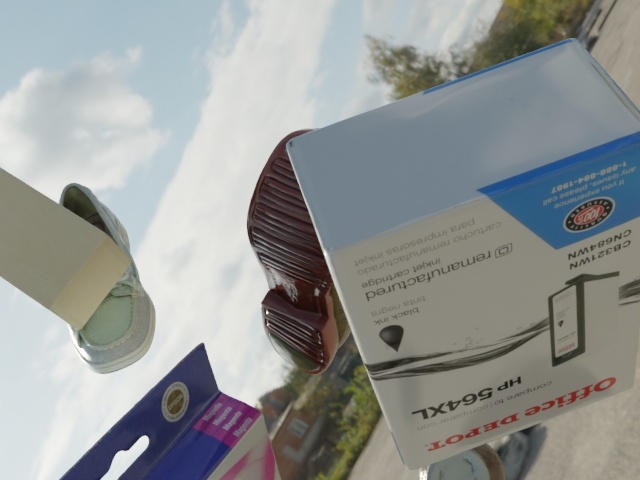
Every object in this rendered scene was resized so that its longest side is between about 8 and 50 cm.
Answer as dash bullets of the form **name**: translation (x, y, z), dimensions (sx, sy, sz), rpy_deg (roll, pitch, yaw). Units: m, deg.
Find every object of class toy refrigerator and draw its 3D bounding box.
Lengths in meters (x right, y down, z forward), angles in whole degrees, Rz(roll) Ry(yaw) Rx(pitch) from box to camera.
- **toy refrigerator**: translation (-0.361, -0.013, 0.906), dimensions (0.102, 0.269, 0.094), rpy_deg (-56, -18, -15)

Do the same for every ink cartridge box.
- **ink cartridge box**: translation (-0.151, 0.334, 0.821), dimensions (0.324, 0.071, 0.330), rpy_deg (-46, -48, -47)
- **ink cartridge box**: translation (0.085, 0.020, 0.411), dimensions (0.203, 0.148, 0.086), rpy_deg (68, -179, -46)

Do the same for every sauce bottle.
- **sauce bottle**: translation (0.180, 0.304, 1.000), dimensions (0.111, 0.111, 0.344), rpy_deg (-60, -20, -8)

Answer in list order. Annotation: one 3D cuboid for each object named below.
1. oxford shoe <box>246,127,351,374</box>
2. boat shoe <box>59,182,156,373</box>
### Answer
- **oxford shoe**: translation (0.000, 0.000, 0.894), dimensions (0.130, 0.123, 0.348), rpy_deg (-46, -25, -38)
- **boat shoe**: translation (-0.305, 0.046, 1.061), dimensions (0.118, 0.320, 0.103), rpy_deg (-22, -46, -2)
